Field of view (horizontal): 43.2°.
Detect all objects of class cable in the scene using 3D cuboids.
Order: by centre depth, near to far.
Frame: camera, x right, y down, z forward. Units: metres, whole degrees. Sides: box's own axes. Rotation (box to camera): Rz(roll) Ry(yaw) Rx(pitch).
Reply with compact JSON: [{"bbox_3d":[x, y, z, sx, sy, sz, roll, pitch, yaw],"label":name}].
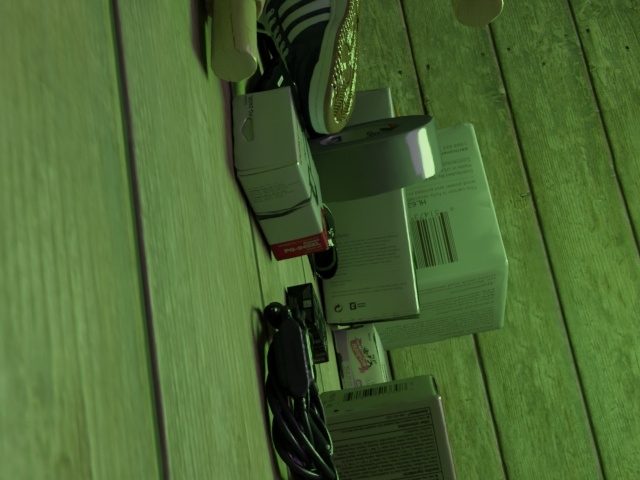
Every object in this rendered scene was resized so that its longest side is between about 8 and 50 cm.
[{"bbox_3d":[-0.020,0.152,0.751,0.150,0.047,0.184,77,0,-70],"label":"cable"}]

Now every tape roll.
[{"bbox_3d":[0.060,-0.118,1.147,0.219,0.219,0.072,-81,157,-74],"label":"tape roll"}]

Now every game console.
[{"bbox_3d":[-0.047,-0.215,1.080,0.361,0.044,0.213,-78,145,-62],"label":"game console"}]

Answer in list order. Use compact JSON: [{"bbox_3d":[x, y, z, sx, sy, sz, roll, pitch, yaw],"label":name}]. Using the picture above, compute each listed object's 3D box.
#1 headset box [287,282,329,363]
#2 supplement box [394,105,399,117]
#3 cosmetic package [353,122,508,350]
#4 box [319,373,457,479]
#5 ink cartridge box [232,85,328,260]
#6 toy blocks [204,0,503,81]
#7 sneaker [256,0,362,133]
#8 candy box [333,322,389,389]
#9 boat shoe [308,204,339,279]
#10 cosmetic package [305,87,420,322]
[{"bbox_3d":[-0.013,0.099,0.930,0.083,0.032,0.062,74,8,-46],"label":"headset box"},{"bbox_3d":[0.112,-0.191,1.945,0.129,0.191,0.194,-94,170,-51],"label":"supplement box"},{"bbox_3d":[0.202,0.013,1.732,0.393,0.330,0.327,69,11,-64],"label":"cosmetic package"},{"bbox_3d":[0.084,0.287,0.927,0.127,0.149,0.232,-30,109,-85],"label":"box"},{"bbox_3d":[-0.040,-0.068,0.839,0.150,0.063,0.109,71,10,-54],"label":"ink cartridge box"},{"bbox_3d":[-0.005,-0.345,0.666,0.309,0.289,0.260,65,18,-55],"label":"toy blocks"},{"bbox_3d":[-0.036,-0.235,0.913,0.099,0.153,0.282,73,20,-58],"label":"sneaker"},{"bbox_3d":[0.079,0.242,1.369,0.196,0.070,0.164,65,15,-70],"label":"candy box"},{"bbox_3d":[0.002,0.000,1.192,0.042,0.049,0.133,-107,-175,-52],"label":"boat shoe"},{"bbox_3d":[0.070,-0.046,1.350,0.197,0.155,0.365,37,47,-79],"label":"cosmetic package"}]
